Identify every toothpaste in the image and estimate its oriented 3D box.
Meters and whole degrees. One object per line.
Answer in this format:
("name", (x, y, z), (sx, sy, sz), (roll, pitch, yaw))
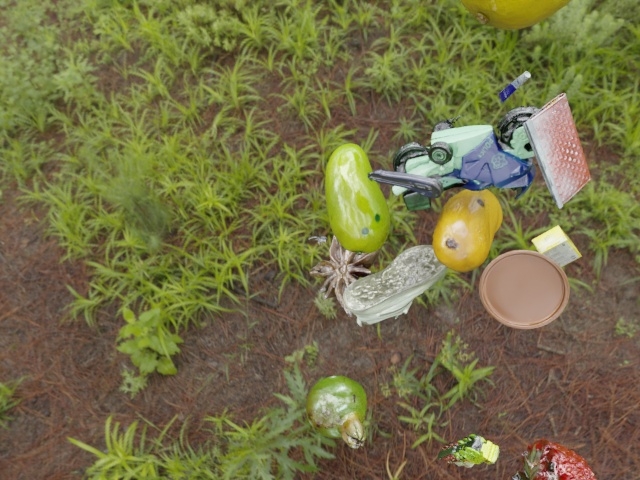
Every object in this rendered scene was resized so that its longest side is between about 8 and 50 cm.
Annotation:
("toothpaste", (0.391, -0.310, 1.015), (0.015, 0.083, 0.024), (-6, 75, -21))

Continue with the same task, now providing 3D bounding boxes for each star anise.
("star anise", (0.103, 0.120, 1.759), (0.349, 0.109, 0.292), (7, 81, 41))

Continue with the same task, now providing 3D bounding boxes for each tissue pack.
("tissue pack", (0.771, 0.025, 1.638), (0.095, 0.176, 0.062), (-35, 50, 25))

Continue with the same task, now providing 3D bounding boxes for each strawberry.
("strawberry", (0.661, 0.699, 1.368), (0.258, 0.261, 0.261), (18, 59, 9))

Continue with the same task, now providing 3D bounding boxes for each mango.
("mango", (0.351, -0.032, 1.198), (0.120, 0.177, 0.295), (3, 25, 31))
("mango", (0.092, -0.108, 1.301), (0.143, 0.175, 0.293), (-12, 89, 43))

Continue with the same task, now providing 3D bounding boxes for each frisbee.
("frisbee", (0.599, 0.146, 1.487), (0.251, 0.251, 0.021), (10, 18, 16))

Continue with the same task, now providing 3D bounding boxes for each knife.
("knife", (0.135, -0.093, 0.796), (0.121, 0.031, 0.018), (14, 52, 11))

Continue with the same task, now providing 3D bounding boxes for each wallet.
("wallet", (0.452, -0.167, 0.948), (0.103, 0.196, 0.020), (-38, 25, -9))

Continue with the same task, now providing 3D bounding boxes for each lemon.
("lemon", (0.483, -0.684, 1.195), (0.348, 0.348, 0.348), (-4, 54, 6))

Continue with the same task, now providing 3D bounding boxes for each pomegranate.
("pomegranate", (0.040, 0.543, 1.566), (0.159, 0.190, 0.241), (15, 46, -34))

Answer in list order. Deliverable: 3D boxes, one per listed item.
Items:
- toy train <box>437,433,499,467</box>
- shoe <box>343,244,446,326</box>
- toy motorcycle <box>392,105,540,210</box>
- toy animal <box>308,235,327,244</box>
("toy train", (0.378, 0.554, 1.306), (0.085, 0.249, 0.053), (30, 62, 8))
("shoe", (0.212, 0.141, 1.373), (0.316, 0.159, 0.124), (-23, 46, -12))
("toy motorcycle", (0.315, -0.159, 1.058), (0.331, 0.196, 0.125), (-14, 36, 27))
("toy animal", (0.000, 0.001, 1.738), (0.084, 0.028, 0.050), (-1, 30, -48))
